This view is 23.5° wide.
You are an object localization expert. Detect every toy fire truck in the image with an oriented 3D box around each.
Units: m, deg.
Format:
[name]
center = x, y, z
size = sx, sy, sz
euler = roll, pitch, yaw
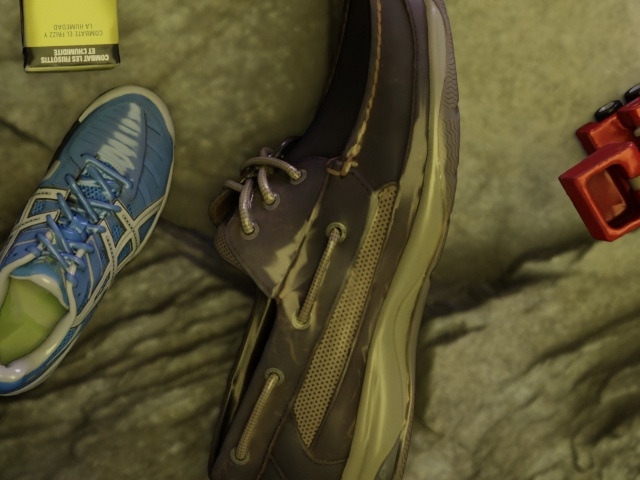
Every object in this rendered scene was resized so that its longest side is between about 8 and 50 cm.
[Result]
[toy fire truck]
center = 0.225, -0.074, 0.962
size = 0.192, 0.135, 0.047
euler = -34, 100, -6

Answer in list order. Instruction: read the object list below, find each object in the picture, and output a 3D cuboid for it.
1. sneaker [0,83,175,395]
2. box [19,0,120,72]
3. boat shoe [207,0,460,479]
[sneaker]
center = -0.147, 0.004, 0.928
size = 0.080, 0.081, 0.211
euler = 26, 88, -10
[box]
center = -0.153, -0.216, 0.906
size = 0.058, 0.087, 0.232
euler = -3, 96, -10
[boat shoe]
center = 0.000, 0.000, 0.930
size = 0.130, 0.132, 0.355
euler = 7, 92, -11
